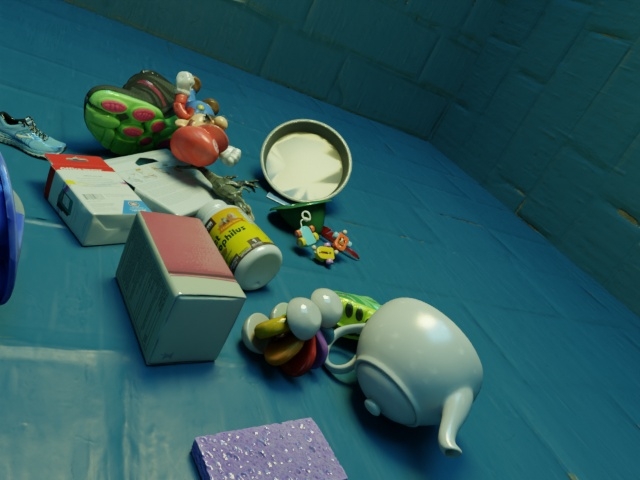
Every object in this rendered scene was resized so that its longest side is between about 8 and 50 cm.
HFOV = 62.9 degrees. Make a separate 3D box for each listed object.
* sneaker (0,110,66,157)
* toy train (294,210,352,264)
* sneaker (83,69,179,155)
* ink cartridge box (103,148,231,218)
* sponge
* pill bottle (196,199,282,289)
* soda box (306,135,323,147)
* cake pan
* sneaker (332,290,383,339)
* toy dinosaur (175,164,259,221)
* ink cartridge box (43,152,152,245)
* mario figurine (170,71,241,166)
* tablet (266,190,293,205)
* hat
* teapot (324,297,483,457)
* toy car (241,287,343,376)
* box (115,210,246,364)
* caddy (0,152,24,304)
[{"bbox_3d":[-0.665,-0.243,1.197,0.162,0.073,0.063,20,24,-16],"label":"sneaker"},{"bbox_3d":[0.000,0.000,1.399,0.166,0.046,0.125,32,52,-18],"label":"toy train"},{"bbox_3d":[-0.497,-0.362,1.450,0.202,0.185,0.483,52,16,1],"label":"sneaker"},{"bbox_3d":[-0.375,-0.130,1.295,0.238,0.060,0.275,31,24,10],"label":"ink cartridge box"},{"bbox_3d":[-0.070,0.319,0.744,0.209,0.031,0.117,5,32,-40],"label":"sponge"},{"bbox_3d":[-0.187,0.002,1.153,0.117,0.117,0.215,-1,36,-48],"label":"pill bottle"},{"bbox_3d":[-0.047,-0.273,1.789,0.060,0.169,0.053,27,21,0],"label":"soda box"},{"bbox_3d":[-0.047,-0.247,1.673,0.293,0.293,0.054,28,-20,1],"label":"cake pan"},{"bbox_3d":[0.136,0.182,1.138,0.295,0.110,0.123,29,18,-10],"label":"sneaker"},{"bbox_3d":[-0.235,-0.138,1.322,0.268,0.064,0.118,36,31,25],"label":"toy dinosaur"},{"bbox_3d":[-0.472,-0.089,1.085,0.231,0.078,0.134,41,27,28],"label":"ink cartridge box"},{"bbox_3d":[-0.288,-0.313,1.350,0.197,0.170,0.321,11,37,-26],"label":"mario figurine"},{"bbox_3d":[-0.124,-0.126,1.617,0.083,0.006,0.054,25,24,-4],"label":"tablet"},{"bbox_3d":[-0.032,-0.016,1.476,0.208,0.184,0.173,-5,7,34],"label":"hat"},{"bbox_3d":[0.147,0.240,0.949,0.187,0.256,0.253,-37,86,-24],"label":"teapot"},{"bbox_3d":[-0.039,0.175,0.961,0.182,0.159,0.137,-14,81,-57],"label":"toy car"},{"bbox_3d":[-0.247,0.077,0.900,0.126,0.149,0.232,7,32,-40],"label":"box"},{"bbox_3d":[-0.531,-0.053,0.754,0.179,0.242,0.341,-7,41,-45],"label":"caddy"}]
